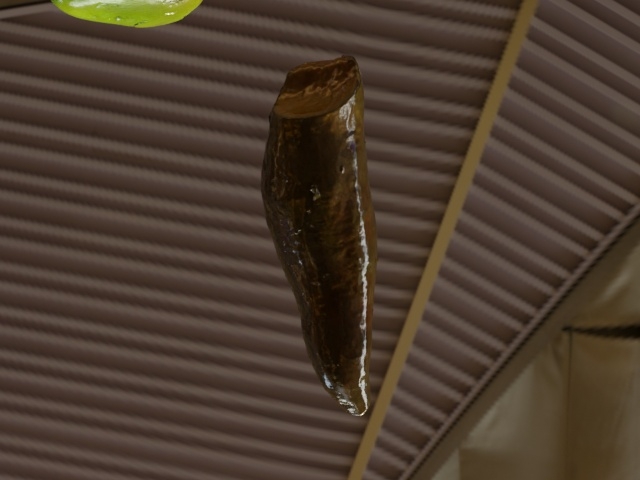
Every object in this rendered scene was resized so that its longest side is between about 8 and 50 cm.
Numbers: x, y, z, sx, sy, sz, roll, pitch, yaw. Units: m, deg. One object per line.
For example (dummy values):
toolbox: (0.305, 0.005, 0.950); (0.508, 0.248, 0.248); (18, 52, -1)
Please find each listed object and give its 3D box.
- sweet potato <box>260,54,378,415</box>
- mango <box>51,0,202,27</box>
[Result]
sweet potato: (0.000, 0.000, 0.826); (0.077, 0.077, 0.244); (-1, -71, 5)
mango: (-0.120, -0.167, 0.788); (0.108, 0.073, 0.056); (-16, -103, -22)
